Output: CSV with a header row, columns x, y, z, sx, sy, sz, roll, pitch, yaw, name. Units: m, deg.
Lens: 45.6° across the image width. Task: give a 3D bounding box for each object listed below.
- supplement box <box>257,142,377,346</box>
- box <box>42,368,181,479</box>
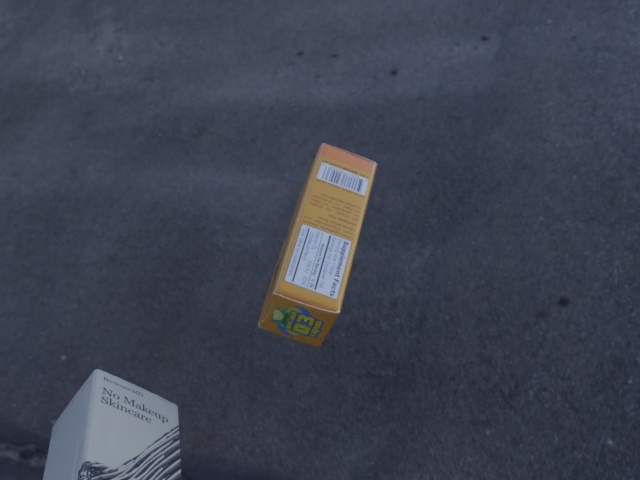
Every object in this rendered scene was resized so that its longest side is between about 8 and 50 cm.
x,y,z,sx,sy,sz,roll,pitch,yaw,name
0.000,0.000,0.857,0.080,0.078,0.233,22,50,-3,supplement box
-0.198,0.248,0.719,0.094,0.113,0.275,-53,25,13,box
